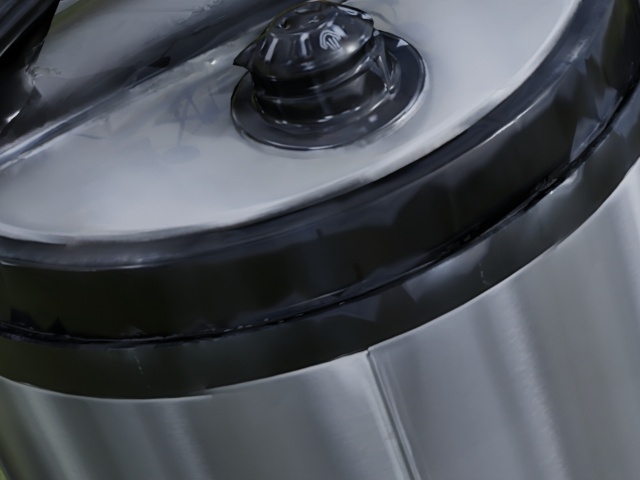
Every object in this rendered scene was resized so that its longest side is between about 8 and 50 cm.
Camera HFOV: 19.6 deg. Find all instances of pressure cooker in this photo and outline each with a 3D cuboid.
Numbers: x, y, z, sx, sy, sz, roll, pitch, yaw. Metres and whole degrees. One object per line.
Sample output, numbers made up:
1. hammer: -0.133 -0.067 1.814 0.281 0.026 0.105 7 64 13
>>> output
1. pressure cooker: 0.004 0.002 0.885 0.376 0.420 0.370 1 40 28
